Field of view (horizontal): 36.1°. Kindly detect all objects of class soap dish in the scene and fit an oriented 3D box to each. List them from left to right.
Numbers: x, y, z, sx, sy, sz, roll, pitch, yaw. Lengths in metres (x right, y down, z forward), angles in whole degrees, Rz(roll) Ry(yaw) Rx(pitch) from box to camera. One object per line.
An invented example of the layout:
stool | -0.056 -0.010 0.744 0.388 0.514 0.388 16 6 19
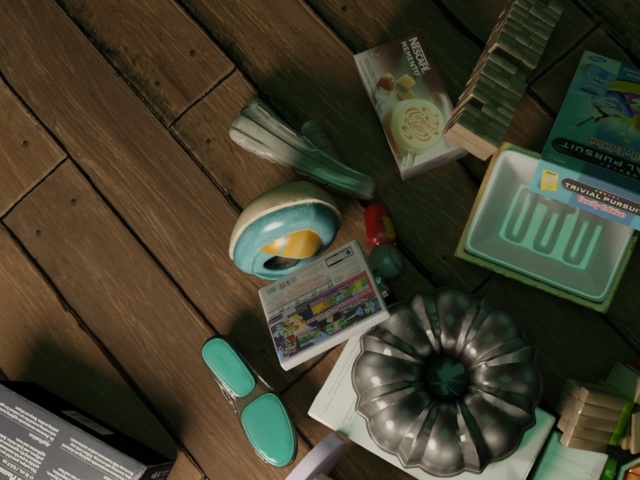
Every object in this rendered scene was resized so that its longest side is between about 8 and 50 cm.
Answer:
soap dish | 0.420 -0.025 1.784 0.291 0.118 0.228 22 92 10

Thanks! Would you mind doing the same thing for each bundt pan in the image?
bundt pan | 0.210 0.227 1.629 0.331 0.124 0.330 -1 77 5

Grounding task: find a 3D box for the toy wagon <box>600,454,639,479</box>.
toy wagon | 0.615 0.465 1.715 0.267 0.068 0.344 18 84 10

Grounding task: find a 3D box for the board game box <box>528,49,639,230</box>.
board game box | 0.538 -0.176 1.732 0.254 0.079 0.336 21 50 11

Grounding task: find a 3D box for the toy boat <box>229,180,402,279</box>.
toy boat | 0.000 0.000 1.805 0.318 0.267 0.148 1 63 -21

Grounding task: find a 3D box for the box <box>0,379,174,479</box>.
box | -0.508 0.472 1.819 0.343 0.179 0.312 27 85 12

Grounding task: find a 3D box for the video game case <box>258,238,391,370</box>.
video game case | 0.003 0.107 1.682 0.201 0.023 0.183 -27 45 6

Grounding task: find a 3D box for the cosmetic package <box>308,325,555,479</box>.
cosmetic package | 0.199 0.313 1.756 0.385 0.156 0.217 30 87 10

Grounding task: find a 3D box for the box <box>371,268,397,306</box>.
box | 0.046 0.128 1.787 0.184 0.190 0.045 -28 75 2

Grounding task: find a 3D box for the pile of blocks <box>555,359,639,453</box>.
pile of blocks | 0.560 0.273 1.726 0.362 0.112 0.148 -11 112 -16

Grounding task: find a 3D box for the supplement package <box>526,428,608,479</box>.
supplement package | 0.418 0.435 1.729 0.105 0.105 0.179 24 85 9

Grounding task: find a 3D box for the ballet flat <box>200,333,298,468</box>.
ballet flat | -0.123 0.295 1.833 0.095 0.096 0.280 -32 77 -2

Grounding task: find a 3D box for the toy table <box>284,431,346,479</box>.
toy table | 0.006 0.485 1.725 0.161 0.252 0.274 40 128 18

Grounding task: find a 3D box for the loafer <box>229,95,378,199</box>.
loafer | -0.025 -0.178 1.883 0.320 0.112 0.111 28 89 14

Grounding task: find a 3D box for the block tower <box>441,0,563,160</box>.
block tower | 0.332 -0.306 1.808 0.097 0.091 0.335 32 68 -5

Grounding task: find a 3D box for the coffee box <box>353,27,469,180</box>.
coffee box | 0.173 -0.257 1.874 0.141 0.098 0.246 -21 80 3
